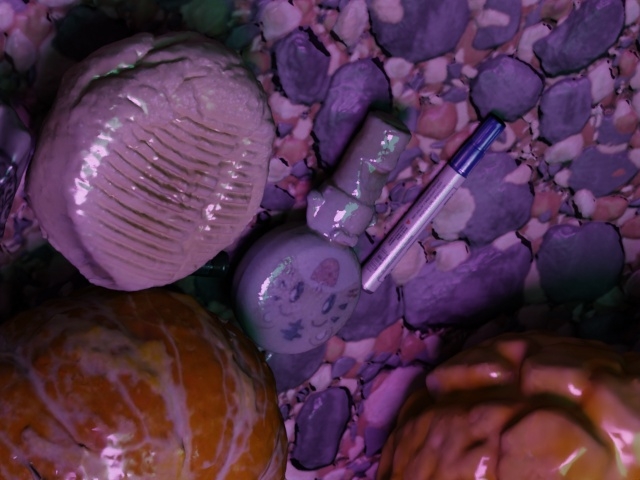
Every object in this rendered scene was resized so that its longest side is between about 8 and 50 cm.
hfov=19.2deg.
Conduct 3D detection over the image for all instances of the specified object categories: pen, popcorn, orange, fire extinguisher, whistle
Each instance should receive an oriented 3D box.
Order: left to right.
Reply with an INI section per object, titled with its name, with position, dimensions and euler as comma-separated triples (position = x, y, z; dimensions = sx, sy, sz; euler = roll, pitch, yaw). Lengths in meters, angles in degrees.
[orange]
position = -0.186, 0.186, 1.616
dimensions = 0.329, 0.249, 0.329
euler = -27, 145, -21
[fire extinguisher]
position = -0.125, 0.020, 1.687
dimensions = 0.083, 0.025, 0.038
euler = 6, 141, -28
[whistle]
position = 0.000, 0.000, 1.709
dimensions = 0.126, 0.067, 0.258
euler = 19, 107, -40
[pen]
position = 0.102, -0.034, 1.758
dimensions = 0.025, 0.025, 0.204
euler = 31, 103, -36
[popcorn]
position = 0.224, 0.262, 1.826
dimensions = 0.344, 0.390, 0.354
euler = -5, 81, -44

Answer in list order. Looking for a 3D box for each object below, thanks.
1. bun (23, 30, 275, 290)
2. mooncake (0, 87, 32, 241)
[bun]
position = -0.148, -0.075, 1.536
dimensions = 0.220, 0.134, 0.220
euler = -21, 129, -28
[mooncake]
position = -0.360, -0.035, 1.471
dimensions = 0.254, 0.136, 0.250
euler = 13, 118, -30
